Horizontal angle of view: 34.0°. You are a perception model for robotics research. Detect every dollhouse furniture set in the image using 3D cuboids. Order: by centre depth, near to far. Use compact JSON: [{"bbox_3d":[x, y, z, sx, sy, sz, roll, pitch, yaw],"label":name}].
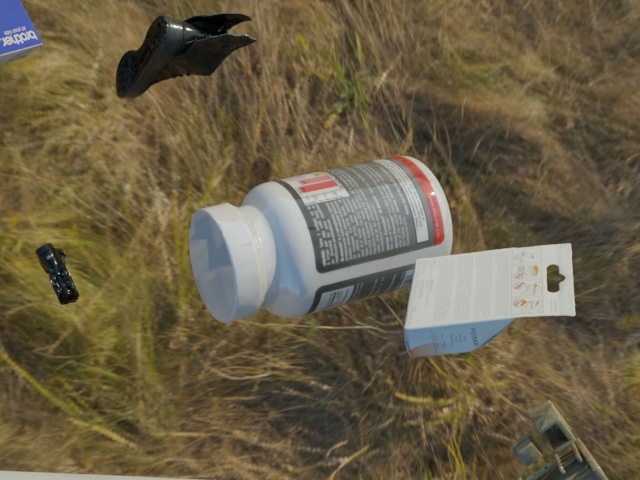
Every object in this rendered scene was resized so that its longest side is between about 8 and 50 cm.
[{"bbox_3d":[0.285,0.327,1.460,0.182,0.101,0.161,-36,105,7],"label":"dollhouse furniture set"}]

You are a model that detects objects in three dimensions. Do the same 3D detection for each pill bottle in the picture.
[{"bbox_3d":[0.000,0.000,1.593,0.363,0.210,0.210,-13,83,-26],"label":"pill bottle"}]

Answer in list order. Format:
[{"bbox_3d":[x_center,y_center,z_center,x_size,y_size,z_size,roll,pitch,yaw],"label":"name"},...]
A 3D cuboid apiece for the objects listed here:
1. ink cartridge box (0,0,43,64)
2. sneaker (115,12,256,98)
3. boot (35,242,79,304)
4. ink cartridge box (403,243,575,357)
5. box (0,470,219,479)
[{"bbox_3d":[-0.450,-0.256,1.291,0.046,0.207,0.097,-24,96,36],"label":"ink cartridge box"},{"bbox_3d":[-0.145,-0.189,1.089,0.089,0.170,0.051,4,68,-32],"label":"sneaker"},{"bbox_3d":[-0.438,0.061,1.766,0.045,0.121,0.099,-29,81,-9],"label":"boot"},{"bbox_3d":[0.187,0.063,1.144,0.179,0.145,0.045,-4,120,14],"label":"ink cartridge box"},{"bbox_3d":[-0.083,0.217,0.367,0.215,0.345,0.168,9,94,-25],"label":"box"}]
